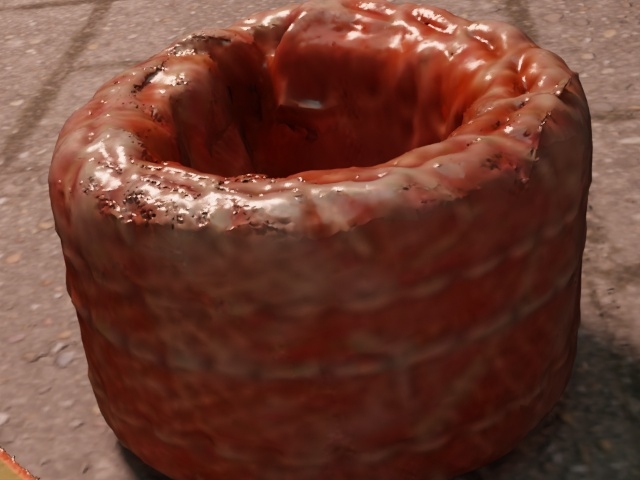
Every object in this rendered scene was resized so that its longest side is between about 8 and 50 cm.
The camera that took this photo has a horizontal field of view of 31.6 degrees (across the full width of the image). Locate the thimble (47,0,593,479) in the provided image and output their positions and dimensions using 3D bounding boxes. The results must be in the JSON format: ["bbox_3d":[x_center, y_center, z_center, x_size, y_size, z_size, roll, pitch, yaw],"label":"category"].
[{"bbox_3d":[0.000,0.000,0.522,0.239,0.162,0.239,-7,33,4],"label":"thimble"}]

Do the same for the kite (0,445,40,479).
[{"bbox_3d":[-0.254,0.140,0.484,0.378,0.013,0.327,-6,28,5],"label":"kite"}]
